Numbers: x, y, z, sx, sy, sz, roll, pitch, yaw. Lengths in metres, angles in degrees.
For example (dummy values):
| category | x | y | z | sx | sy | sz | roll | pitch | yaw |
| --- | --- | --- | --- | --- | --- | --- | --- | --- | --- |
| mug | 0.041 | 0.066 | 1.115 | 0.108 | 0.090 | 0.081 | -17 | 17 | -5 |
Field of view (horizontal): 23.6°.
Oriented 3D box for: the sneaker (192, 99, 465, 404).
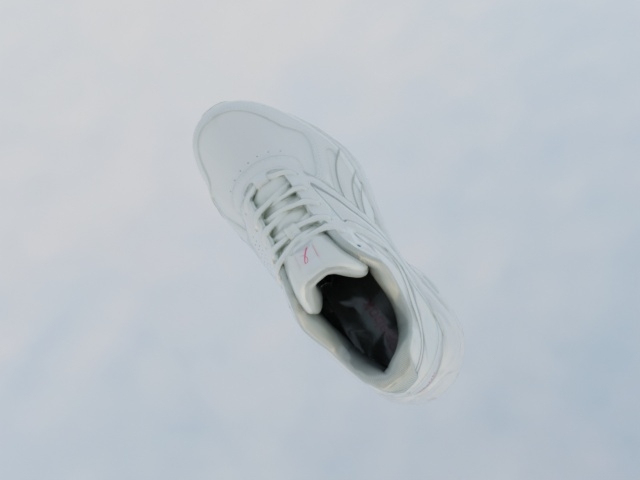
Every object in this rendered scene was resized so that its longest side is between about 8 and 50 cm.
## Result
| category | x | y | z | sx | sy | sz | roll | pitch | yaw |
| --- | --- | --- | --- | --- | --- | --- | --- | --- | --- |
| sneaker | 0.000 | 0.000 | 0.933 | 0.090 | 0.115 | 0.232 | -43 | -101 | 8 |
